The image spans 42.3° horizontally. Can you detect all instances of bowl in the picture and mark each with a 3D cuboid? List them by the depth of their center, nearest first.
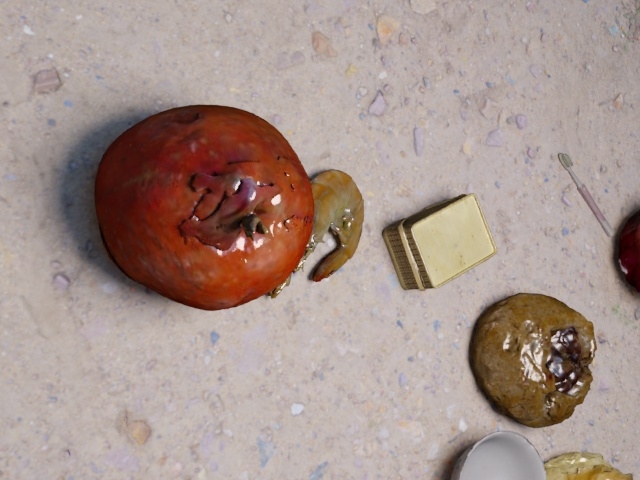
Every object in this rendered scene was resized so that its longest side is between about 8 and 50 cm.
[{"bbox_3d":[0.261,0.392,1.309,0.189,0.086,0.189,5,80,-32],"label":"bowl"}]

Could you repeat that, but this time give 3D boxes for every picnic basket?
[{"bbox_3d":[0.190,0.003,1.321,0.164,0.079,0.115,-24,97,-31],"label":"picnic basket"}]

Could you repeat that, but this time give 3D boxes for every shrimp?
[{"bbox_3d":[-0.003,0.000,1.233,0.133,0.053,0.236,52,56,-38],"label":"shrimp"}]

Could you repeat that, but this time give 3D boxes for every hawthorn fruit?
[{"bbox_3d":[-0.123,-0.036,1.015,0.276,0.307,0.276,-5,100,-29],"label":"hawthorn fruit"}]

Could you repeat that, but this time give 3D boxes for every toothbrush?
[{"bbox_3d":[0.500,-0.086,1.556,0.014,0.017,0.194,-43,108,-22],"label":"toothbrush"}]

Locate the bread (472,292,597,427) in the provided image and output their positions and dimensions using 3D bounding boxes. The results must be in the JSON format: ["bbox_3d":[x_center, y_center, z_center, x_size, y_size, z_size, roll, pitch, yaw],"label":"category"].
[{"bbox_3d":[0.365,0.193,1.378,0.230,0.123,0.230,6,78,-30],"label":"bread"}]

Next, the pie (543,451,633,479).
[{"bbox_3d":[0.445,0.527,1.404,0.340,0.083,0.339,3,83,-29],"label":"pie"}]

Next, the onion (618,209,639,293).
[{"bbox_3d":[0.684,0.035,1.548,0.252,0.219,0.252,-1,54,1],"label":"onion"}]
